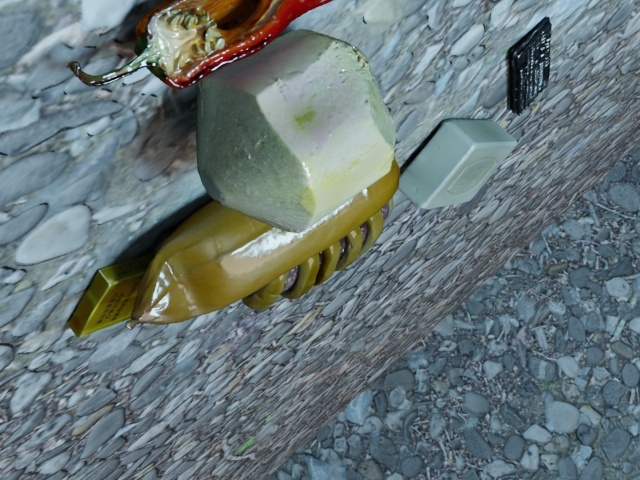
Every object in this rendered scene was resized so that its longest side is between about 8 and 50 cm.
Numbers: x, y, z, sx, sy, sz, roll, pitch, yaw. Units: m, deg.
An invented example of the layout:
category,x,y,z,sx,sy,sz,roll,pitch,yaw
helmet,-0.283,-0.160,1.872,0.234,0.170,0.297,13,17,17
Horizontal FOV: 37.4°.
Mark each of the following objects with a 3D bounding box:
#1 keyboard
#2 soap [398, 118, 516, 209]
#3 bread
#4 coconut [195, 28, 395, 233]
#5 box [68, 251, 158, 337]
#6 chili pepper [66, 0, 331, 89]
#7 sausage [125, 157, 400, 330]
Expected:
category,x,y,z,sx,sy,sz,roll,pitch,yaw
keyboard,0.289,-0.232,1.290,0.072,0.023,0.231,-43,164,1
soap,0.190,-0.109,1.316,0.121,0.064,0.183,-51,162,25
bread,0.000,0.000,1.134,0.225,0.081,0.134,-31,160,-29
coconut,-0.029,-0.081,0.744,0.153,0.147,0.147,-34,163,-27
box,-0.176,0.045,0.957,0.156,0.022,0.089,-22,157,-49
chili pepper,-0.058,-0.158,0.657,0.268,0.059,0.050,-34,-159,-31
sausage,-0.062,-0.008,0.932,0.328,0.112,0.112,-33,162,-25
